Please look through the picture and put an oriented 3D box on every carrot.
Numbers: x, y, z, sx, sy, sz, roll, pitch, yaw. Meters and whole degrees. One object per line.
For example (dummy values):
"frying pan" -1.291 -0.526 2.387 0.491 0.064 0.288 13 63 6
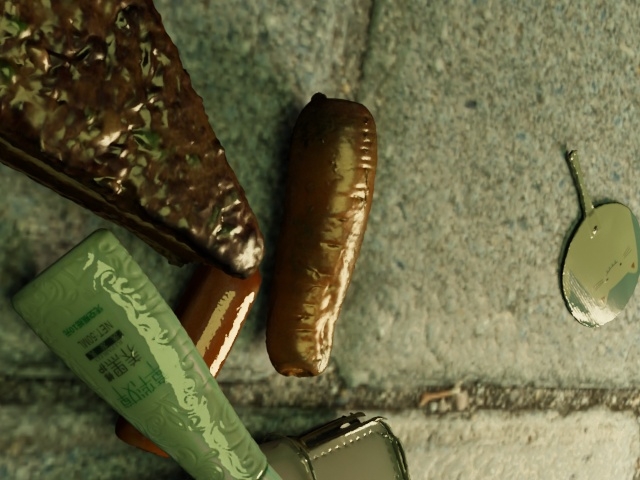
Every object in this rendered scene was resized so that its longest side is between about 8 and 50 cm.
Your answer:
"carrot" 0.000 0.000 0.617 0.060 0.060 0.186 3 100 -39

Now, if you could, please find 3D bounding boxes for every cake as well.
"cake" -0.111 -0.087 0.476 0.246 0.112 0.135 32 76 -38

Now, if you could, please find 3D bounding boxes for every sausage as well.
"sausage" -0.076 0.065 0.577 0.039 0.041 0.131 32 78 -20

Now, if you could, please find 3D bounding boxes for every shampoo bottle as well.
"shampoo bottle" -0.083 0.085 0.528 0.069 0.041 0.190 -36 100 9

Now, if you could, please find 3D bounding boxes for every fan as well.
"fan" 0.239 -0.004 0.836 0.113 0.005 0.175 -39 122 -25

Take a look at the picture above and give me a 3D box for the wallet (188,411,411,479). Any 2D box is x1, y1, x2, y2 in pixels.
"wallet" -0.033 0.215 0.625 0.231 0.069 0.170 -15 90 -39
